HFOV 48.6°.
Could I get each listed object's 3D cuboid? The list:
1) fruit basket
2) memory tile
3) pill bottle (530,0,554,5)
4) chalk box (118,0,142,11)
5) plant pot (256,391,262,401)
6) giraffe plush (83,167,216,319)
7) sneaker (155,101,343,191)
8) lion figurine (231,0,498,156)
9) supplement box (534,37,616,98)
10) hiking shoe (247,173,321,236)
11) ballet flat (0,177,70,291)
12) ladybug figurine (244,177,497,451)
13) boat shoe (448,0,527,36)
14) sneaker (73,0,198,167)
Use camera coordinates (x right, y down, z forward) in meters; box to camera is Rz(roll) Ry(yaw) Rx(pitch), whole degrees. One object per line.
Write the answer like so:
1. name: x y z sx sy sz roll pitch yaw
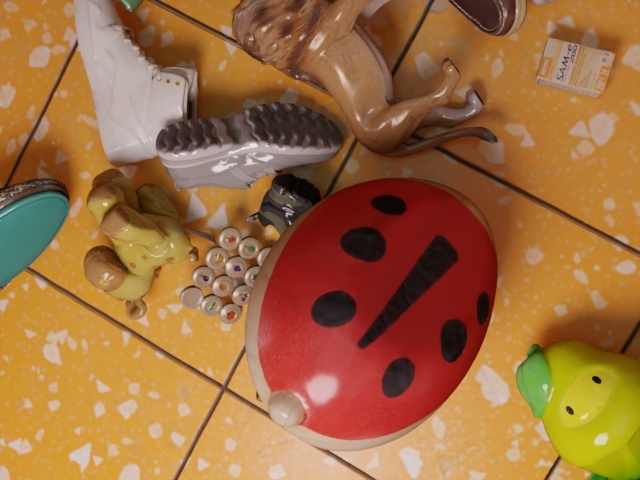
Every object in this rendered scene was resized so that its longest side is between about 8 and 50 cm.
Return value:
1. fruit basket: 0.444 0.272 0.925 0.392 0.283 0.392 -1 100 -4
2. memory tile: -0.141 0.057 1.104 0.113 0.012 0.148 30 98 -32
3. pill bottle: 0.291 -0.484 0.980 0.162 0.162 0.278 -33 84 9
4. chalk box: -0.242 -0.509 1.039 0.289 0.179 0.180 -44 113 9
5. plant pot: 0.025 0.157 1.028 0.188 0.205 0.205 18 94 -6
6. giraffe plush: -0.297 0.018 1.111 0.210 0.181 0.170 32 109 -26
7. sneaker: -0.106 -0.137 1.099 0.281 0.115 0.105 -4 51 -2
8. lion figurine: 0.057 -0.241 1.031 0.240 0.142 0.392 -35 94 19
9. supplement box: 0.369 -0.250 1.030 0.098 0.036 0.062 16 93 10
10. hiking shoe: 0.000 0.000 1.088 0.227 0.086 0.114 40 122 0
11. ballet flat: -0.606 0.058 1.164 0.182 0.164 0.483 41 99 28
12. ladybug figurine: 0.089 0.069 0.898 0.305 0.449 0.162 45 140 -4
13. boat shoe: 0.149 -0.412 1.008 0.123 0.123 0.342 -32 80 -18
14. sneaker: -0.277 -0.276 1.120 0.169 0.108 0.293 -11 98 9
